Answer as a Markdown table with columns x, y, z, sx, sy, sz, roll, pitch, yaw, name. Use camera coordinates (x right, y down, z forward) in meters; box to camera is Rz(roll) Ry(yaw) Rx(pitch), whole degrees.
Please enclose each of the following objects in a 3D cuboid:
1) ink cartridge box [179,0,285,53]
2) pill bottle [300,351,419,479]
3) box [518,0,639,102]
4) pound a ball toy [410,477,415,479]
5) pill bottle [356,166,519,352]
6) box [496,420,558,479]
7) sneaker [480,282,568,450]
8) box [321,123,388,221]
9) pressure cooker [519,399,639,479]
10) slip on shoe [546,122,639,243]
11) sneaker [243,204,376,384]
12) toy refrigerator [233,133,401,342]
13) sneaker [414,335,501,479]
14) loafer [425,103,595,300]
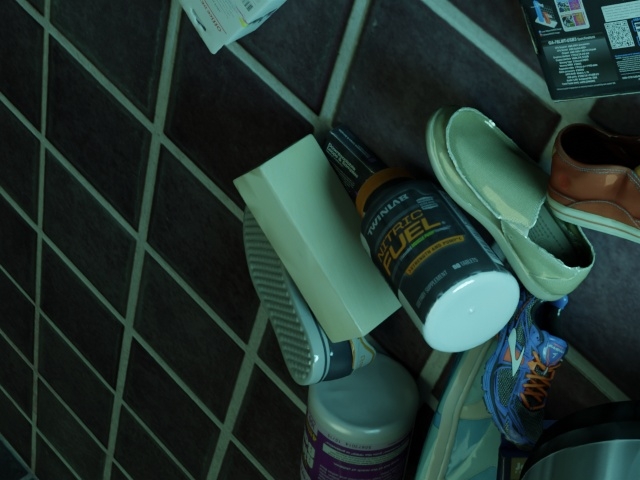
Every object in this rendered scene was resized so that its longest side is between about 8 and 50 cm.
| x | y | z | sx | sy | sz | roll | pitch | yaw | name |
| --- | --- | --- | --- | --- | --- | --- | --- | --- | --- |
| -0.113 | -0.335 | 1.544 | 0.104 | 0.061 | 0.181 | 58 | 147 | -3 | ink cartridge box |
| 0.054 | 0.326 | 1.803 | 0.169 | 0.169 | 0.301 | 35 | 140 | 29 | pill bottle |
| 0.295 | -0.282 | 1.055 | 0.295 | 0.073 | 0.293 | 0 | 118 | 53 | box |
| 0.236 | 0.533 | 1.787 | 0.319 | 0.136 | 0.208 | 26 | 137 | 37 | pound a ball toy |
| 0.132 | 0.012 | 1.432 | 0.245 | 0.130 | 0.130 | -123 | 24 | -43 | pill bottle |
| 0.294 | 0.342 | 1.500 | 0.036 | 0.136 | 0.225 | -100 | 11 | -75 | box |
| 0.251 | 0.143 | 1.385 | 0.083 | 0.221 | 0.087 | 27 | 147 | -34 | sneaker |
| 0.041 | -0.070 | 1.609 | 0.116 | 0.029 | 0.162 | 45 | 147 | 15 | box |
| 0.375 | 0.365 | 1.230 | 0.370 | 0.420 | 0.375 | -5 | 135 | 27 | pressure cooker |
| 0.356 | -0.056 | 1.141 | 0.331 | 0.123 | 0.101 | 17 | 127 | 51 | slip on shoe |
| -0.019 | 0.065 | 1.735 | 0.126 | 0.127 | 0.321 | -53 | 49 | 50 | sneaker |
| 0.000 | 0.000 | 1.603 | 0.269 | 0.102 | 0.094 | 58 | 148 | -7 | toy refrigerator |
| 0.256 | 0.254 | 1.555 | 0.208 | 0.127 | 0.319 | 19 | 117 | 8 | sneaker |
| 0.227 | -0.053 | 1.328 | 0.268 | 0.102 | 0.092 | 50 | 147 | -9 | loafer |
